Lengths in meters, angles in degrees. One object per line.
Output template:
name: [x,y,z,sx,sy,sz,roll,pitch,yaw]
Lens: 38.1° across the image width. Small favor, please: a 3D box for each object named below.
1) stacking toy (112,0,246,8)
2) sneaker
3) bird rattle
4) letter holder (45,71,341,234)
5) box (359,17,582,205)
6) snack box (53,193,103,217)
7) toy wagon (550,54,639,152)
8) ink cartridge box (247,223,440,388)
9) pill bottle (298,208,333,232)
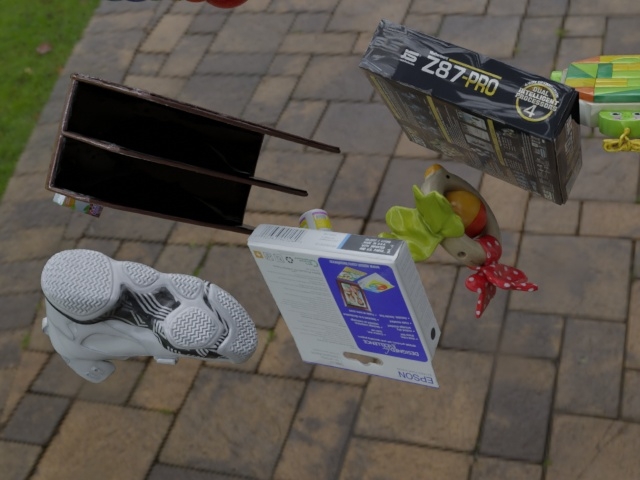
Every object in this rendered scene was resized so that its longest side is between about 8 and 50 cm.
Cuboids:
stacking toy: [-0.194,-0.348,1.155,0.141,0.141,0.330,23,16,32]
sneaker: [-0.297,0.151,1.565,0.365,0.210,0.137,19,47,-10]
bird rattle: [0.230,-0.018,1.445,0.253,0.143,0.207,28,44,-17]
letter holder: [-0.152,-0.093,1.173,0.301,0.152,0.214,11,5,-41]
box: [0.260,-0.195,1.509,0.318,0.395,0.097,24,87,21]
snack box: [-0.465,-0.127,1.870,0.037,0.100,0.141,24,91,39]
toy wagon: [0.503,-0.230,1.508,0.267,0.068,0.344,2,25,18]
ink cartridge box: [0.035,0.077,1.101,0.206,0.208,0.045,7,44,34]
pill bottle: [0.000,0.000,1.307,0.043,0.043,0.083,-16,60,-4]
